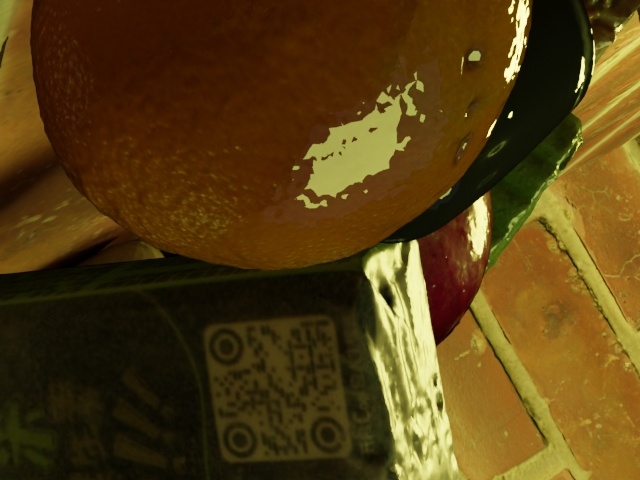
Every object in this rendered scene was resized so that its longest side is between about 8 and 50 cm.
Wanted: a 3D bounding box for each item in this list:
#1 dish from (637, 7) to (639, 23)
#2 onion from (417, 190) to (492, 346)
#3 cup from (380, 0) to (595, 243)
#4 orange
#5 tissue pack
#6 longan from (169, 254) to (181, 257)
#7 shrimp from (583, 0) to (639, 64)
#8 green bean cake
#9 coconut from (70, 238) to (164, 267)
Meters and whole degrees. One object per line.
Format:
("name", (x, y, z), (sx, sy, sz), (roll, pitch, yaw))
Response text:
("dish", (0.416, -0.204, 1.650), (0.236, 0.228, 0.086), (-5, 166, 30))
("onion", (0.015, -0.005, 1.274), (0.256, 0.230, 0.272), (-30, 167, -2))
("cup", (0.041, -0.107, 0.987), (0.176, 0.169, 0.223), (-35, -149, -26))
("orange", (-0.014, -0.085, 0.654), (0.206, 0.206, 0.206), (-29, 174, -3))
("tissue pack", (-0.112, 0.157, 1.074), (0.394, 0.288, 0.124), (-7, -170, 23))
("longan", (-0.104, 0.176, 1.681), (0.404, 0.404, 0.336), (-32, 137, 22))
("shrimp", (0.171, -0.153, 1.388), (0.168, 0.077, 0.317), (-20, 159, -48))
("green bean cake", (0.170, -0.062, 1.729), (0.222, 0.125, 0.248), (-55, -179, 11))
("coconut", (-0.177, 0.088, 1.444), (0.171, 0.171, 0.183), (65, 43, -84))
